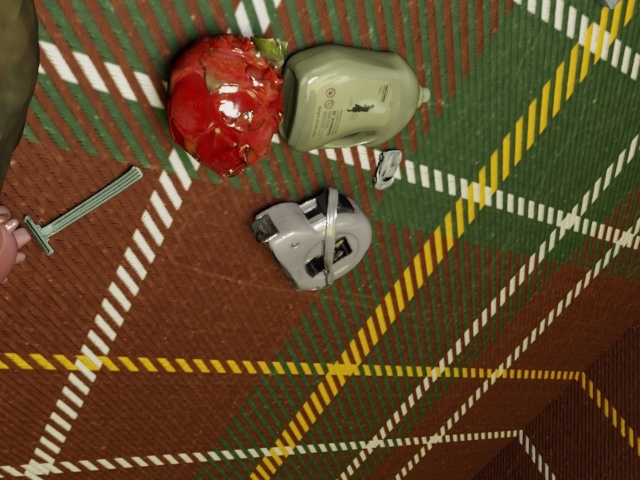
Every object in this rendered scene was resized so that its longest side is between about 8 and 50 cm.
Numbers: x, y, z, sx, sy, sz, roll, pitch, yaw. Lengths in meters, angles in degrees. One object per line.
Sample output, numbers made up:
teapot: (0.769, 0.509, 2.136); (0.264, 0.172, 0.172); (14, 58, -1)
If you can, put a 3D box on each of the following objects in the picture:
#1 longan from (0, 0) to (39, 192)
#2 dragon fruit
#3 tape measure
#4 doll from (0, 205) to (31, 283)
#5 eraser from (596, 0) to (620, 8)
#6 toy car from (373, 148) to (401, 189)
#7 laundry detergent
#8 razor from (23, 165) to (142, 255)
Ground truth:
longan: (-0.471, -0.131, 0.523); (0.403, 0.436, 0.404); (5, 156, 2)
dragon fruit: (-0.131, -0.190, 0.834); (0.172, 0.172, 0.210); (6, 113, -34)
tape measure: (0.000, 0.000, 1.137); (0.197, 0.120, 0.236); (-31, 143, -2)
doll: (-0.528, 0.042, 0.858); (0.262, 0.093, 0.211); (-44, 162, 22)
eraser: (0.462, -0.478, 0.988); (0.212, 0.046, 0.092); (22, 117, -42)
toy car: (0.127, -0.133, 1.147); (0.041, 0.025, 0.093); (-8, 134, -22)
laundry detergent: (0.064, -0.225, 0.970); (0.253, 0.091, 0.181); (-9, 136, -24)
razor: (-0.359, -0.056, 0.934); (0.191, 0.037, 0.068); (-34, 97, -3)
